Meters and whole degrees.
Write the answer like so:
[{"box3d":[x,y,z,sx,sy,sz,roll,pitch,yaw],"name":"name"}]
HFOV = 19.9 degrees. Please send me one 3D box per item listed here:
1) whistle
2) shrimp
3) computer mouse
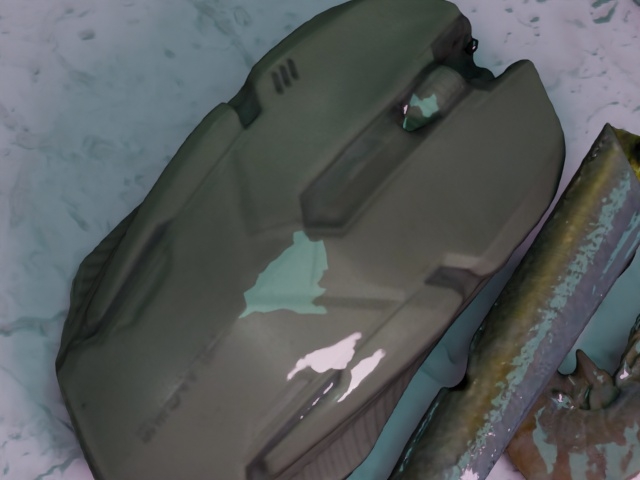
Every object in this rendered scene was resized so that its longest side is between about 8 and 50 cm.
[{"box3d":[0.142,0.061,1.220,0.068,0.057,0.326,27,74,30],"name":"whistle"},{"box3d":[0.207,0.067,1.268,0.145,0.059,0.254,20,74,11],"name":"shrimp"},{"box3d":[0.002,-0.003,1.194,0.228,0.145,0.429,39,66,4],"name":"computer mouse"}]
